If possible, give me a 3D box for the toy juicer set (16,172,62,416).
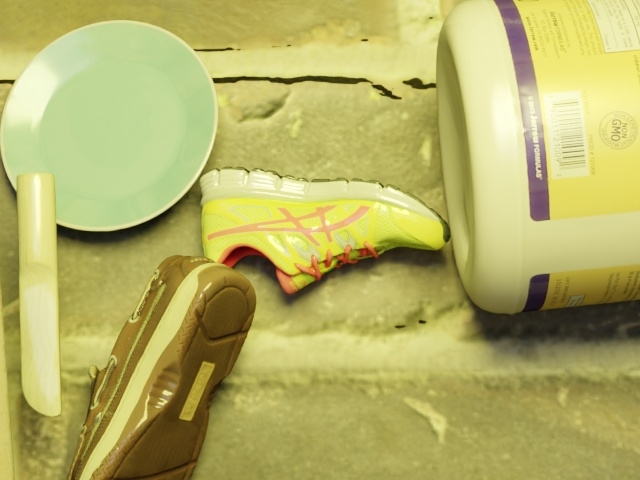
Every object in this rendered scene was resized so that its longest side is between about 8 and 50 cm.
[{"bbox_3d":[-0.314,-0.007,1.112,0.329,0.089,0.209,17,88,12],"label":"toy juicer set"}]

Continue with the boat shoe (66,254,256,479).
[{"bbox_3d":[-0.142,0.130,1.099,0.095,0.095,0.257,25,84,42],"label":"boat shoe"}]

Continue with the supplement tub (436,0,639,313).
[{"bbox_3d":[0.264,-0.077,1.050,0.331,0.241,0.241,-6,77,-1],"label":"supplement tub"}]

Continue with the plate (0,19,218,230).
[{"bbox_3d":[-0.174,-0.094,1.163,0.188,0.024,0.188,-3,73,9],"label":"plate"}]

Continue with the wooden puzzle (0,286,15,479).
[{"bbox_3d":[-0.397,0.168,1.048,0.348,0.080,0.322,-4,92,6],"label":"wooden puzzle"}]

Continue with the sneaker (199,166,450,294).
[{"bbox_3d":[0.000,0.000,1.123,0.208,0.081,0.094,5,77,14],"label":"sneaker"}]
